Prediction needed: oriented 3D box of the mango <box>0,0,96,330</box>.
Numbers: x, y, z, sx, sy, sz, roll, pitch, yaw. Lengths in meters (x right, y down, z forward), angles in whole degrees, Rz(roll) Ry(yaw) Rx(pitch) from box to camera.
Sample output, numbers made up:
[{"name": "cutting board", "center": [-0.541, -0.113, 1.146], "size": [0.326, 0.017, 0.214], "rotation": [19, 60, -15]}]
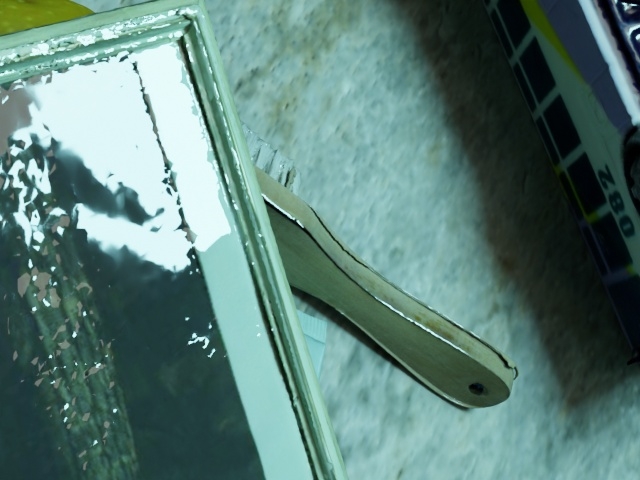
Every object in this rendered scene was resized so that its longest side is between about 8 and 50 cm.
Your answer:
[{"name": "mango", "center": [-0.199, 0.015, 0.558], "size": [0.176, 0.176, 0.330], "rotation": [16, 58, 17]}]

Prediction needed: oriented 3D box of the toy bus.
[{"name": "toy bus", "center": [0.263, -0.121, 0.839], "size": [0.209, 0.249, 0.440], "rotation": [-21, 82, -7]}]

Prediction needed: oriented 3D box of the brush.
[{"name": "brush", "center": [0.000, 0.000, 0.749], "size": [0.327, 0.070, 0.065], "rotation": [36, 47, -17]}]

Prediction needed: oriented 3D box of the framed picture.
[{"name": "framed picture", "center": [-0.105, 0.053, 0.516], "size": [0.231, 0.018, 0.293], "rotation": [-21, 99, -30]}]

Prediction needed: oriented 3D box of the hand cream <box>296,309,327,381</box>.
[{"name": "hand cream", "center": [-0.045, 0.153, 0.633], "size": [0.085, 0.058, 0.331], "rotation": [24, 40, -17]}]
